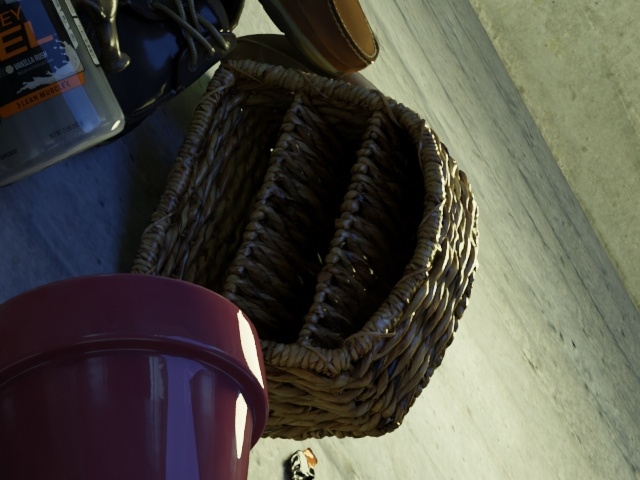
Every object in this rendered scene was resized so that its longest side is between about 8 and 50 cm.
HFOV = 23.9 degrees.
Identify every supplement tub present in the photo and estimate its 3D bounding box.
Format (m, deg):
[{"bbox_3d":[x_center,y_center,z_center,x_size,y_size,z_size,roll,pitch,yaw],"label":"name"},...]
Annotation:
[{"bbox_3d":[-0.235,-0.146,1.132,0.190,0.117,0.117,64,19,-6],"label":"supplement tub"}]

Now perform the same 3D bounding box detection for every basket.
[{"bbox_3d":[0.000,0.000,1.335,0.223,0.213,0.299,51,47,-39],"label":"basket"}]

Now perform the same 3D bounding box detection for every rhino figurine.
[{"bbox_3d":[-0.224,-0.238,1.270,0.243,0.073,0.106,-123,-160,-47],"label":"rhino figurine"}]

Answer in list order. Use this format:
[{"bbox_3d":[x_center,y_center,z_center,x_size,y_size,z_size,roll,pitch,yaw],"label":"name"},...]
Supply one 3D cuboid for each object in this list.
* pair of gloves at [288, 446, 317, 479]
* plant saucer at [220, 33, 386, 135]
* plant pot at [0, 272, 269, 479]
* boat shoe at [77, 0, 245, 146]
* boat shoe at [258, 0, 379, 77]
[{"bbox_3d":[-0.007,0.242,1.467,0.083,0.010,0.074,66,19,0],"label":"pair of gloves"},{"bbox_3d":[0.022,-0.112,1.604,0.310,0.050,0.310,40,-15,13],"label":"plant saucer"},{"bbox_3d":[-0.126,0.150,0.949,0.201,0.201,0.180,46,26,-47],"label":"plant pot"},{"bbox_3d":[-0.153,-0.201,1.395,0.132,0.130,0.355,60,20,-20],"label":"boat shoe"},{"bbox_3d":[-0.020,-0.303,1.390,0.324,0.120,0.122,59,22,-24],"label":"boat shoe"}]
